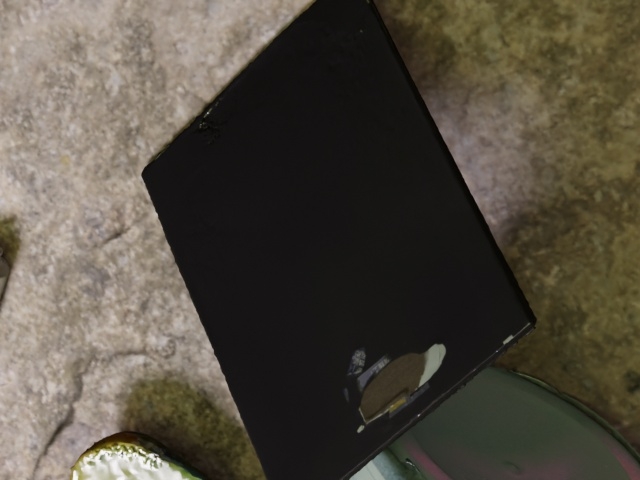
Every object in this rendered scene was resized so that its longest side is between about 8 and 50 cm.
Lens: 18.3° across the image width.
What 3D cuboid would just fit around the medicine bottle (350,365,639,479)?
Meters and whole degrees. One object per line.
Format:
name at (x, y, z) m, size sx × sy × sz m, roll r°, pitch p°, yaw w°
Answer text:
medicine bottle at (0.090, 0.266, 1.464) m, size 0.245 × 0.245 × 0.290 m, roll 27°, pitch 115°, yaw 6°

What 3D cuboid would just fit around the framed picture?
framed picture at (0.000, 0.000, 1.405) m, size 0.244 × 0.013 × 0.324 m, roll -42°, pitch 55°, yaw 27°

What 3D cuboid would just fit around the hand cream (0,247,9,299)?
hand cream at (-0.295, 0.065, 1.629) m, size 0.057 × 0.037 × 0.165 m, roll 33°, pitch 124°, yaw 2°

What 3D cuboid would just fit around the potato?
potato at (-0.115, 0.230, 1.623) m, size 0.198 × 0.054 × 0.119 m, roll 35°, pitch 113°, yaw -4°
